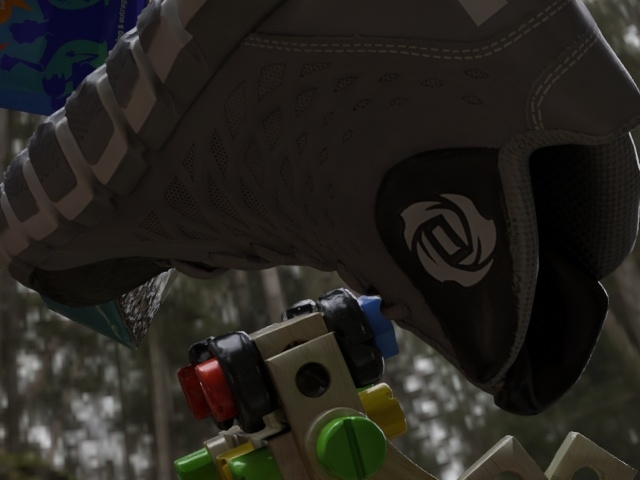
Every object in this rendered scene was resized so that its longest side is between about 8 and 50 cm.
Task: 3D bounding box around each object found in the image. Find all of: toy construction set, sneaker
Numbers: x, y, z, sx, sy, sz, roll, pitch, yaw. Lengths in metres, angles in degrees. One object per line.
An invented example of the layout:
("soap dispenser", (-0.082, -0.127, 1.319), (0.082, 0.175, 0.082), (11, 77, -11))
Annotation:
("toy construction set", (0.021, 0.134, 0.960), (0.151, 0.327, 0.215), (-22, -91, -25))
("sneaker", (0.000, 0.000, 0.477), (0.132, 0.086, 0.228), (50, -33, 2))

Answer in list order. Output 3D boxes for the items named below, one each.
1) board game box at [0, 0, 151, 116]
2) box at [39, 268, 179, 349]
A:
("board game box", (-0.203, -0.168, 1.261), (0.210, 0.047, 0.160), (10, -76, 15))
("box", (-0.074, -0.070, 1.051), (0.060, 0.244, 0.100), (25, -18, 11))
